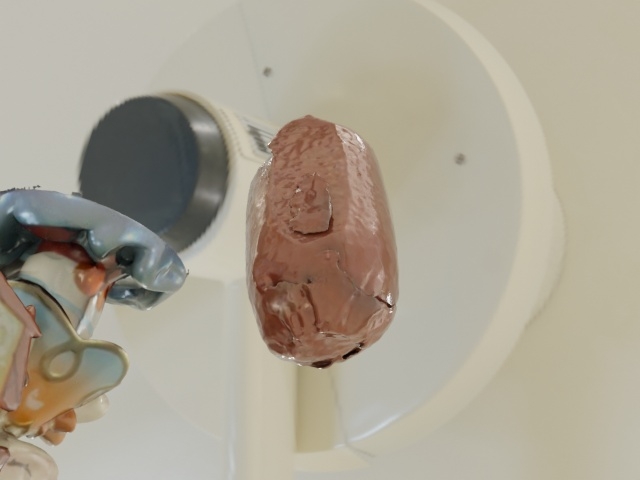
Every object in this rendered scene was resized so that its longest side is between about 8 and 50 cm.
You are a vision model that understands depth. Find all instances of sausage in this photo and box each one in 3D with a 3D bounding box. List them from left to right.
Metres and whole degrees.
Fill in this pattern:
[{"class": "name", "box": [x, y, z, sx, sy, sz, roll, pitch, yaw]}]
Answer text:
[{"class": "sausage", "box": [0.000, 0.000, 1.092, 0.152, 0.152, 0.280, -27, -140, 21]}]

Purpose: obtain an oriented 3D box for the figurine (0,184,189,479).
[{"class": "figurine", "box": [-0.295, 0.155, 0.944, 0.248, 0.276, 0.388, 7, -116, 23]}]
